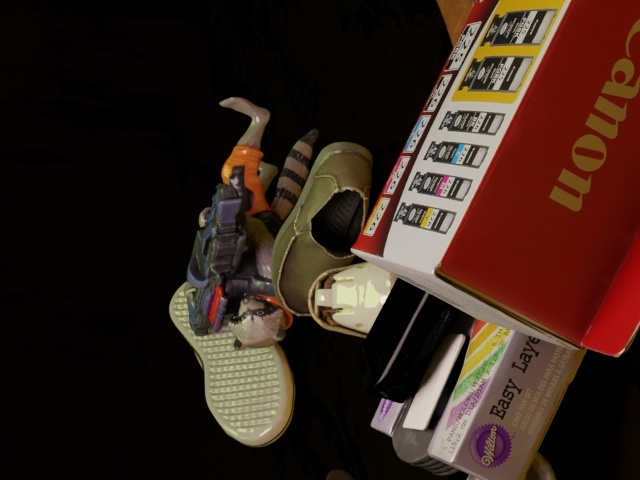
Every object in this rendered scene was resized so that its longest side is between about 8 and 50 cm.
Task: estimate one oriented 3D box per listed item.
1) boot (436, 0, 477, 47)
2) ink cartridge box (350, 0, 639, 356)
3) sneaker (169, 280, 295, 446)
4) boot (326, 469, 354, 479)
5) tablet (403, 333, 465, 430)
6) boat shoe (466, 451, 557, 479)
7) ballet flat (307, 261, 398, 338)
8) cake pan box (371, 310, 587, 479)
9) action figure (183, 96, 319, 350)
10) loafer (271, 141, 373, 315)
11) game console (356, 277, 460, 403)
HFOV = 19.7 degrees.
[{"bbox_3d":[0.141,-0.340,1.835,0.280,0.096,0.264,-105,26,-54],"label":"boot"},{"bbox_3d":[0.177,-0.092,1.298,0.309,0.130,0.272,-64,16,-3],"label":"ink cartridge box"},{"bbox_3d":[-0.098,0.179,2.520,0.127,0.126,0.321,51,-174,-42],"label":"sneaker"},{"bbox_3d":[0.017,0.340,2.142,0.106,0.037,0.114,-97,15,-52],"label":"boot"},{"bbox_3d":[0.091,0.114,1.487,0.083,0.006,0.054,-65,13,-10],"label":"tablet"},{"bbox_3d":[0.163,0.285,1.404,0.367,0.135,0.156,-86,13,-56],"label":"boat shoe"},{"bbox_3d":[0.053,0.067,1.966,0.316,0.106,0.108,158,118,-74],"label":"ballet flat"},{"bbox_3d":[0.147,0.070,1.513,0.267,0.070,0.246,-65,11,-4],"label":"cake pan box"},{"bbox_3d":[-0.080,-0.018,2.409,0.341,0.178,0.330,115,156,-65],"label":"action figure"},{"bbox_3d":[0.000,0.000,2.241,0.087,0.094,0.251,-95,18,-54],"label":"loafer"},{"bbox_3d":[0.089,0.007,1.631,0.213,0.044,0.361,-63,8,9],"label":"game console"}]
